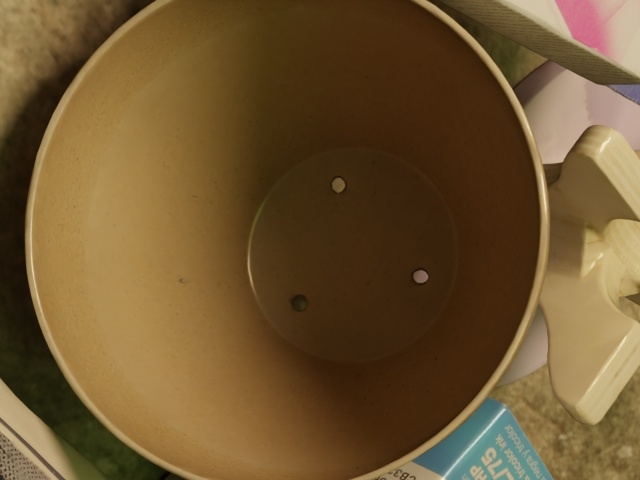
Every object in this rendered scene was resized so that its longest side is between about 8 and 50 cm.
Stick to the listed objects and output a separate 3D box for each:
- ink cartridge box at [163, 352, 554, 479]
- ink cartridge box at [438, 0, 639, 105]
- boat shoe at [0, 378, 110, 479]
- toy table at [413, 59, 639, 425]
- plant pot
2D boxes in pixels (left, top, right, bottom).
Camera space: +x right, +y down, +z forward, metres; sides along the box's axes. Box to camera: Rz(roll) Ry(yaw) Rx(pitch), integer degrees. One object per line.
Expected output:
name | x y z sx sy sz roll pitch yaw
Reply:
ink cartridge box | 0.006 0.232 1.156 0.270 0.198 0.197 -47 126 -20
ink cartridge box | 0.170 -0.264 1.045 0.330 0.071 0.324 20 86 -39
boat shoe | -0.226 0.135 0.958 0.340 0.127 0.158 45 39 -37
toy table | 0.198 -0.007 1.272 0.252 0.161 0.274 33 82 -39
plant pot | 0.000 0.000 1.075 0.191 0.284 0.284 18 90 -75
